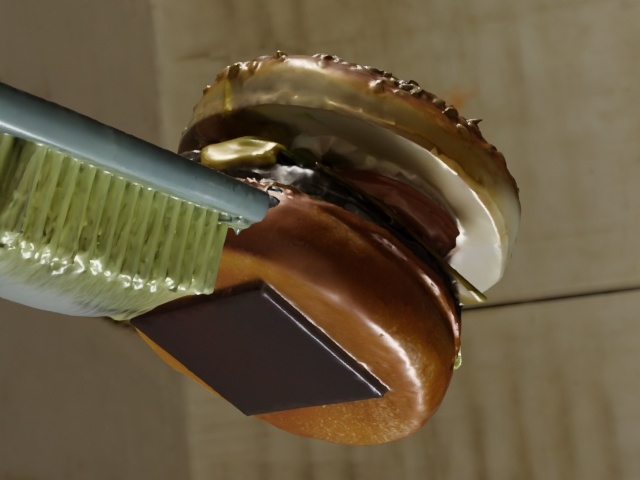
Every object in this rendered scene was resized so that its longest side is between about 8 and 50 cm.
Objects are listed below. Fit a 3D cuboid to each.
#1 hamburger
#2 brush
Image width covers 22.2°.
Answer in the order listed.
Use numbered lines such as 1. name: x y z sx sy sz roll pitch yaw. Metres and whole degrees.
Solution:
1. hamburger: 0.000 0.000 1.193 0.291 0.291 0.225 74 -147 -55
2. brush: -0.097 -0.020 0.423 0.297 0.068 0.060 25 -96 -63
